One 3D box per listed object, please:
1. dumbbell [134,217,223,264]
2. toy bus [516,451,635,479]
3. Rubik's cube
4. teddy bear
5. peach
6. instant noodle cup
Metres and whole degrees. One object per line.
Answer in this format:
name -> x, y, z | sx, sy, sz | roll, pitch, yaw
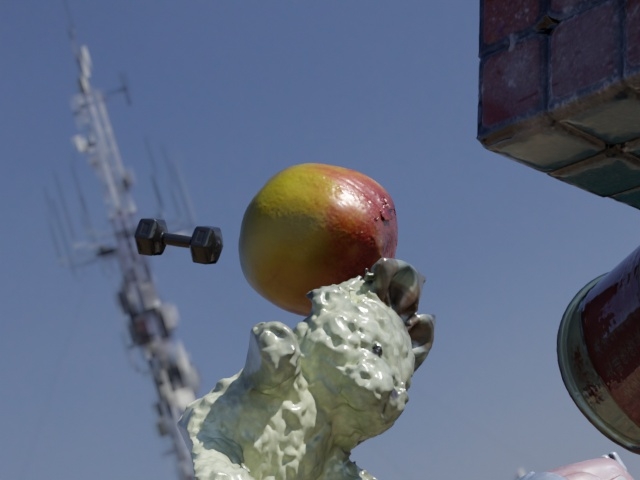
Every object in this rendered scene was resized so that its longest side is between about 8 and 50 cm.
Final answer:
dumbbell -> -0.133, 0.000, 1.488 | 0.083, 0.040, 0.036 | 8, 35, 22
toy bus -> 0.357, 0.414, 1.998 | 0.232, 0.294, 0.197 | -21, -18, -34
Rubik's cube -> 0.368, -0.228, 1.369 | 0.337, 0.343, 0.344 | 19, -23, -34
teddy bear -> 0.025, 0.210, 1.811 | 0.362, 0.327, 0.375 | -24, 27, -6
peach -> 0.000, 0.000, 2.251 | 0.231, 0.231, 0.231 | -17, -15, -5
instant noodle cup -> 0.382, 0.091, 1.625 | 0.235, 0.234, 0.178 | -13, -25, -19
